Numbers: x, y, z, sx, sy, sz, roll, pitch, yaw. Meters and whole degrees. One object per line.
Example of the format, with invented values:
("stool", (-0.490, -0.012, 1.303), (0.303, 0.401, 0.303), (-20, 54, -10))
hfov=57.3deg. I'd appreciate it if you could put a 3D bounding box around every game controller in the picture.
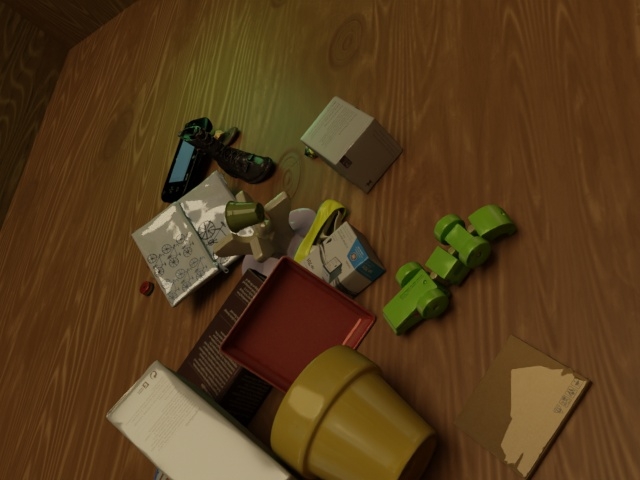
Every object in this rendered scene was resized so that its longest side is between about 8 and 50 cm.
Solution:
("game controller", (-0.467, -0.279, 2.043), (0.166, 0.067, 0.319), (-4, 67, 55))

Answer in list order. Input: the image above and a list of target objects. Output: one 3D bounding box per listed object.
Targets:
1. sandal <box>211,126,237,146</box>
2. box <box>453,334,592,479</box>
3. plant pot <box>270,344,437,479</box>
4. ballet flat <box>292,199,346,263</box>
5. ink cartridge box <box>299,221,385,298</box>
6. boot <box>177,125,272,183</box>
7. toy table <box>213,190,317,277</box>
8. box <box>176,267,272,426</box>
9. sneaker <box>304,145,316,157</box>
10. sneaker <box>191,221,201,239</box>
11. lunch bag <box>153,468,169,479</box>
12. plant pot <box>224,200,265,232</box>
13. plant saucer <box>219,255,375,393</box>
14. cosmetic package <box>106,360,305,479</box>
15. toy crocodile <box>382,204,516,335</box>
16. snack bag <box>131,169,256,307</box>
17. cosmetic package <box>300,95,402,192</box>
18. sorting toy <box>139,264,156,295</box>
("sandal", (-0.360, -0.358, 2.038), (0.180, 0.049, 0.072), (-5, 62, 39))
("box", (0.354, 0.290, 1.045), (0.164, 0.021, 0.201), (32, 88, 47))
("plant pot", (0.077, 0.362, 1.097), (0.239, 0.254, 0.254), (27, 84, 31))
("ballet flat", (0.000, 0.000, 1.493), (0.077, 0.077, 0.231), (16, 74, 38))
("ink cartridge box", (0.040, 0.072, 1.408), (0.191, 0.082, 0.139), (-41, 45, 12))
("boot", (-0.299, -0.271, 1.801), (0.263, 0.229, 0.091), (9, 71, 44))
("toy table", (-0.144, -0.008, 1.560), (0.274, 0.161, 0.252), (-46, 44, 8))
("box", (-0.197, 0.284, 1.444), (0.381, 0.143, 0.191), (-54, 44, -1))
("sneaker", (-0.015, -0.255, 1.695), (0.083, 0.031, 0.035), (20, 92, 50))
("sneaker", (-0.356, 0.009, 1.799), (0.083, 0.084, 0.214), (-7, 63, 23))
("lunch bag", (-0.259, 0.585, 1.332), (0.303, 0.115, 0.243), (-19, 50, 32))
("plant pot", (-0.184, -0.065, 1.465), (0.079, 0.083, 0.083), (-8, 59, 20))
("plant saucer", (-0.052, 0.205, 1.321), (0.259, 0.258, 0.048), (-55, 9, -1))
("cosmetic package", (-0.212, 0.430, 1.172), (0.385, 0.217, 0.156), (31, 72, 30))
("toy crocodile", (0.260, 0.062, 1.220), (0.340, 0.105, 0.115), (-51, 44, 11))
("snack bag", (-0.369, -0.014, 1.748), (0.343, 0.037, 0.323), (-37, 59, -1))
("cosmetic package", (0.079, -0.248, 1.517), (0.151, 0.151, 0.184), (-51, 44, 4))
("sorting toy", (-0.496, 0.062, 1.902), (0.132, 0.046, 0.274), (19, 78, 45))
